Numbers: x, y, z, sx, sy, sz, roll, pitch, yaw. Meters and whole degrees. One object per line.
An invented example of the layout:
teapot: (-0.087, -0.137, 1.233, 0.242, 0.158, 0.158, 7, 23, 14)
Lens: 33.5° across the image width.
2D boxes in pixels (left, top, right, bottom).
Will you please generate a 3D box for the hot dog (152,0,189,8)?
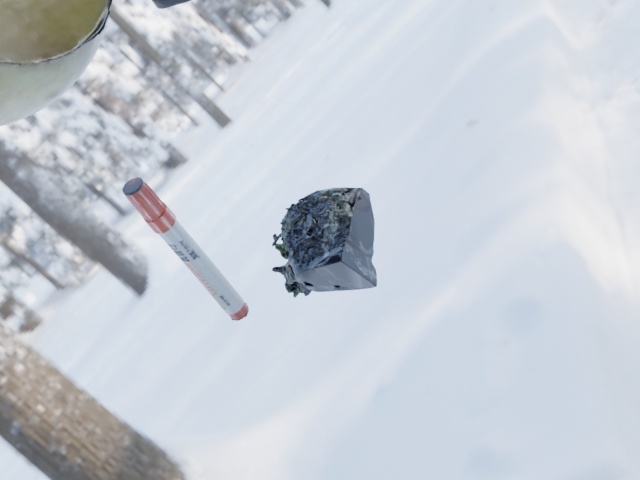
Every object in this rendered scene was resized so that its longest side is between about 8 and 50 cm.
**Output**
hot dog: (-0.068, -0.315, 0.836, 0.194, 0.107, 0.326, -21, 32, 13)

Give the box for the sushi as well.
sushi: (0.000, 0.000, 0.908, 0.084, 0.056, 0.083, -13, 59, 31)

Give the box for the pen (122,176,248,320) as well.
pen: (-0.138, 0.014, 1.125, 0.028, 0.239, 0.028, -15, 50, 18)

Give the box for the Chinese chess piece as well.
Chinese chess piece: (-0.279, -0.205, 0.781, 0.104, 0.257, 0.257, -36, 14, 41)
